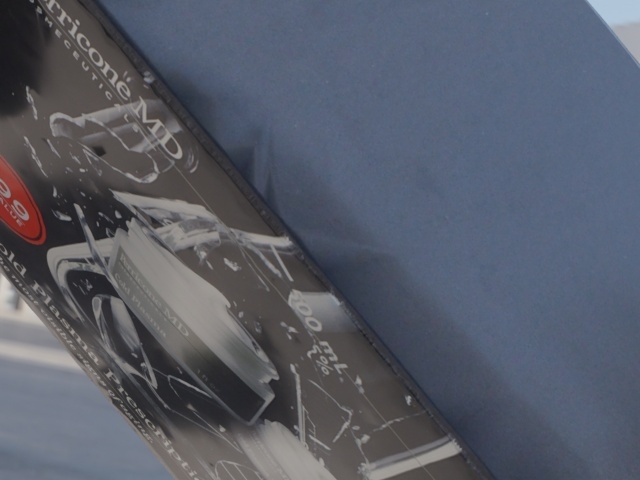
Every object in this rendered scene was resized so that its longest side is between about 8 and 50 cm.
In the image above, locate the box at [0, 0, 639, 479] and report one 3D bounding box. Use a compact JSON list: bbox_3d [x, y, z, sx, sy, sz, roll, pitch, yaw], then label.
[{"bbox_3d":[0.000,0.000,0.670,0.343,0.179,0.312,50,-27,-1],"label":"box"}]
